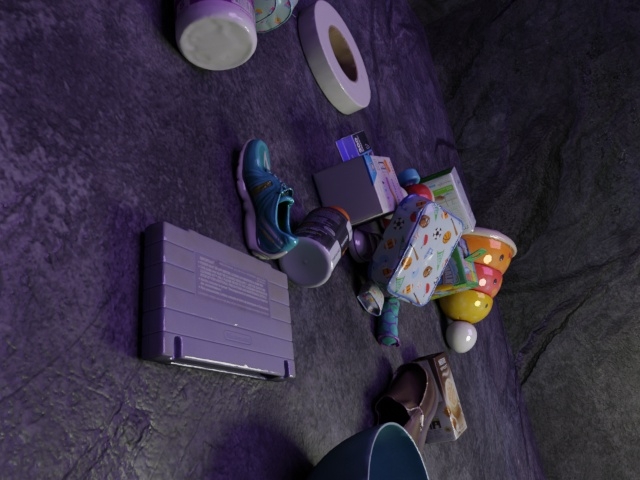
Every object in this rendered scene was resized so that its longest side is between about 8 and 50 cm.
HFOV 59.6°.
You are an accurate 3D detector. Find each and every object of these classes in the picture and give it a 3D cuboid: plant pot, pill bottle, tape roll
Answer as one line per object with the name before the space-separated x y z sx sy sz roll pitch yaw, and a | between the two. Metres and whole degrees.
plant pot | 0.072 0.507 1.048 0.290 0.195 0.290 42 38 -45
pill bottle | -0.230 -0.534 1.199 0.169 0.169 0.302 29 47 -54
pill bottle | 0.000 0.000 1.328 0.130 0.130 0.246 63 27 -16
tape roll | 0.055 -0.629 1.932 0.392 0.072 0.392 44 36 -45

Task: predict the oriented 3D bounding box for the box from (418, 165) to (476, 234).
box | 0.402 -0.111 2.042 0.231 0.262 0.127 65 26 -10

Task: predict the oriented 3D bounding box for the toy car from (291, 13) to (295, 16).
toy car | -0.118 -0.720 1.596 0.155 0.149 0.188 67 13 15

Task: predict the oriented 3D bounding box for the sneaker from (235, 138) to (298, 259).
sneaker | -0.106 -0.095 1.208 0.107 0.110 0.275 15 59 -60

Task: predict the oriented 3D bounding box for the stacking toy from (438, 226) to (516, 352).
stacking toy | 0.580 0.210 2.218 0.350 0.350 0.480 34 61 -51

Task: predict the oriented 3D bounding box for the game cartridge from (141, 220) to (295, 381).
game cartridge | -0.170 0.121 0.998 0.355 0.068 0.230 30 43 -53

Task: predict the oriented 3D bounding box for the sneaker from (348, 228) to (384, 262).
sneaker | 0.195 0.005 1.676 0.282 0.161 0.102 12 63 -59

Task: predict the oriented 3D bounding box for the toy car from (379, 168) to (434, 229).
toy car | 0.233 -0.110 1.823 0.238 0.210 0.219 5 56 -44

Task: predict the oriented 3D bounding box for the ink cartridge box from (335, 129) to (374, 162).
ink cartridge box | 0.137 -0.258 1.874 0.206 0.045 0.208 67 27 -9

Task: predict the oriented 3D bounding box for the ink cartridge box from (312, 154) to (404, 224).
ink cartridge box | 0.119 -0.138 1.611 0.232 0.168 0.171 -14 85 -65

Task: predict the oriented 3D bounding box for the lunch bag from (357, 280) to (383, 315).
lunch bag | 0.147 0.168 1.593 0.083 0.053 0.071 53 27 -13

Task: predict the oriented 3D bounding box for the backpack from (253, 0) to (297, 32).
backpack | -0.153 -0.626 1.412 0.188 0.165 0.144 45 37 -37

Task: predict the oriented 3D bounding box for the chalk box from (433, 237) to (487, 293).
chalk box | 0.433 0.093 1.930 0.180 0.289 0.179 15 59 -59

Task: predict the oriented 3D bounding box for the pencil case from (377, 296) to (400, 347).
pencil case | 0.202 0.236 1.638 0.070 0.064 0.152 29 42 -19

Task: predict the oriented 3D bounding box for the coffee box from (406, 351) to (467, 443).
coffee box | 0.362 0.486 1.743 0.141 0.098 0.247 3 70 -63

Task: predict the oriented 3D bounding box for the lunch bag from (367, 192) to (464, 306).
lunch bag | 0.275 0.037 1.601 0.243 0.115 0.303 26 92 -44

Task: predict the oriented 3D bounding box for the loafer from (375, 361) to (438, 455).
loafer | 0.218 0.437 1.453 0.130 0.133 0.366 60 28 -21
